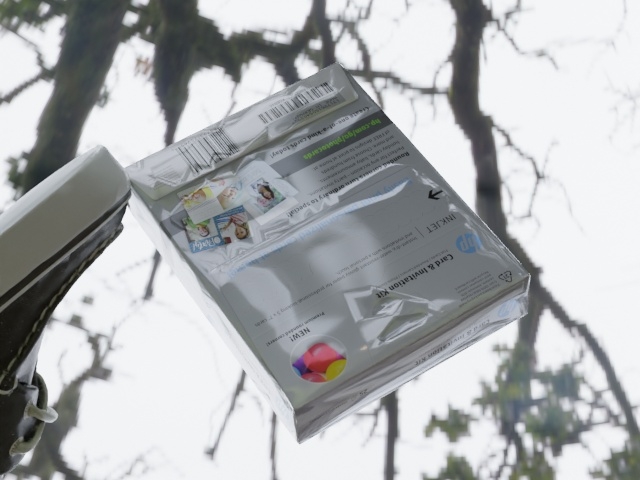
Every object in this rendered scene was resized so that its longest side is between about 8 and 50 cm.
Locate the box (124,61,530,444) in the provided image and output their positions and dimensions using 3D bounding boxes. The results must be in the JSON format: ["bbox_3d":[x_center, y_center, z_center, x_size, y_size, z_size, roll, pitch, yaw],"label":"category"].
[{"bbox_3d":[0.000,0.000,0.900,0.145,0.186,0.038,-29,-35,-17],"label":"box"}]

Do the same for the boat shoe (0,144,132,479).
[{"bbox_3d":[-0.138,0.056,0.641,0.070,0.078,0.219,43,-75,-9],"label":"boat shoe"}]
